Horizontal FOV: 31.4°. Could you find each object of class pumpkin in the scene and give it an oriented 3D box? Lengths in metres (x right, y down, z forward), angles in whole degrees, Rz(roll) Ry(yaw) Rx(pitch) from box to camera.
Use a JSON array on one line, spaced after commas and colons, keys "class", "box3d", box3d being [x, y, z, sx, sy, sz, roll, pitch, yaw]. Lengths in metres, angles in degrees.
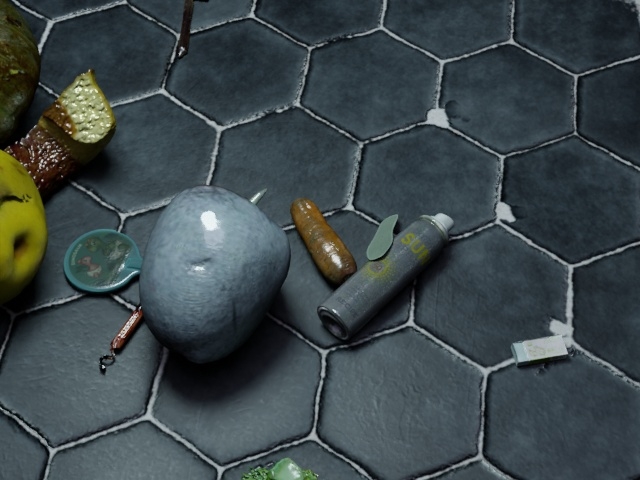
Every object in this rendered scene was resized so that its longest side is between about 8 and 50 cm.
[{"class": "pumpkin", "box3d": [-0.598, -0.243, 1.947, 0.325, 0.242, 0.232, -48, 59, 5]}]

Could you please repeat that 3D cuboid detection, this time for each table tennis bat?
[{"class": "table tennis bat", "box3d": [-0.328, 0.040, 1.887, 0.201, 0.033, 0.124, 7, 57, 10]}]

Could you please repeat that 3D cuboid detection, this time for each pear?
[{"class": "pear", "box3d": [-0.594, -0.021, 1.788, 0.336, 0.285, 0.285, -5, 54, 17]}]

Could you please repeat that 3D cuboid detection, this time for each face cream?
[{"class": "face cream", "box3d": [0.114, 0.049, 1.859, 0.073, 0.073, 0.283, 38, 63, 22]}]

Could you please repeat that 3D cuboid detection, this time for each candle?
[{"class": "candle", "box3d": [-0.307, 0.138, 1.822, 0.021, 0.026, 0.167, 23, 58, 19]}]

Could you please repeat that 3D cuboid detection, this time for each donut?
[{"class": "donut", "box3d": [-0.457, -0.157, 1.960, 0.295, 0.151, 0.112, -39, 90, 6]}]

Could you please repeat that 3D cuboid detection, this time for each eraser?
[{"class": "eraser", "box3d": [0.348, 0.176, 1.809, 0.083, 0.019, 0.038, -8, 58, -6]}]

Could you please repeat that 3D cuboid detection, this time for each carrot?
[{"class": "carrot", "box3d": [0.000, 0.000, 1.902, 0.060, 0.060, 0.186, -24, 58, -16]}]

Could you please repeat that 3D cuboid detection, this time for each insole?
[{"class": "insole", "box3d": [0.104, -0.006, 1.892, 0.053, 0.002, 0.152, -23, 20, 27]}]

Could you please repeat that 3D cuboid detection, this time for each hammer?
[{"class": "hammer", "box3d": [-0.256, -0.423, 2.206, 0.065, 0.021, 0.178, 3, 56, 0]}]

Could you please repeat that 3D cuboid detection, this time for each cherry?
[{"class": "cherry", "box3d": [-0.162, 0.042, 1.752, 0.218, 0.255, 0.296, 21, 74, 3]}]

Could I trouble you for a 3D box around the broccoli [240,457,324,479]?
[{"class": "broccoli", "box3d": [-0.050, 0.373, 1.567, 0.194, 0.194, 0.219, -22, 53, -15]}]
